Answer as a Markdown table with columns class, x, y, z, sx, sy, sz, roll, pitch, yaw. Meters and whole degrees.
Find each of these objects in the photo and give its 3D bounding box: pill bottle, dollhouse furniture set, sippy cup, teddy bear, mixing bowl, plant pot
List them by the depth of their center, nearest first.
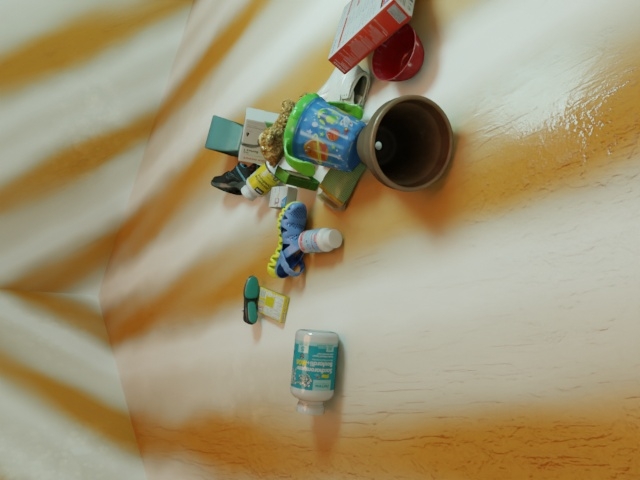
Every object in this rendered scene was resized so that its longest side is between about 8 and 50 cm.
| class | x | y | z | sx | sy | sz | roll | pitch | yaw |
| --- | --- | --- | --- | --- | --- | --- | --- | --- | --- |
| plant pot | 0.219 | -0.279 | 1.386 | 0.229 | 0.263 | 0.262 | -156 | 79 | -69 |
| mixing bowl | 0.261 | -0.579 | 1.491 | 0.182 | 0.098 | 0.181 | -16 | 69 | 49 |
| pill bottle | -0.021 | 0.431 | 1.554 | 0.146 | 0.146 | 0.263 | -5 | 78 | 50 |
| sippy cup | 0.033 | -0.340 | 1.558 | 0.224 | 0.240 | 0.305 | 25 | 92 | 18 |
| pill bottle | 0.000 | 0.000 | 1.679 | 0.160 | 0.087 | 0.087 | -8 | 75 | 50 |
| dollhouse furniture set | -0.007 | -0.256 | 1.699 | 0.301 | 0.152 | 0.197 | 42 | 114 | 47 |
| teddy bear | -0.135 | -0.434 | 1.804 | 0.337 | 0.113 | 0.245 | -58 | -2 | -15 |
| pill bottle | -0.249 | -0.251 | 2.004 | 0.184 | 0.103 | 0.103 | -38 | 52 | 21 |
| plant pot | -0.405 | -0.484 | 2.242 | 0.234 | 0.166 | 0.165 | 23 | 99 | 44 |

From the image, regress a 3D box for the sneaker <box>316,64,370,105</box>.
| class | x | y | z | sx | sy | sz | roll | pitch | yaw |
| --- | --- | --- | --- | --- | --- | --- | --- | --- | --- |
| sneaker | 0.065 | -0.502 | 1.707 | 0.292 | 0.108 | 0.169 | -58 | 40 | 22 |

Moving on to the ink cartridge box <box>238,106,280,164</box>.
| class | x | y | z | sx | sy | sz | roll | pitch | yaw |
| --- | --- | --- | --- | --- | --- | --- | --- | --- | --- |
| ink cartridge box | -0.250 | -0.430 | 1.976 | 0.219 | 0.161 | 0.092 | 111 | 161 | -44 |

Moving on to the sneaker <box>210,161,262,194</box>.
| class | x | y | z | sx | sy | sz | roll | pitch | yaw |
| --- | --- | --- | --- | --- | --- | --- | --- | --- | --- |
| sneaker | -0.385 | -0.290 | 2.212 | 0.341 | 0.125 | 0.139 | 8 | 84 | 41 |

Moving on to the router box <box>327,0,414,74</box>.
| class | x | y | z | sx | sy | sz | roll | pitch | yaw |
| --- | --- | --- | --- | --- | --- | --- | --- | --- | --- |
| router box | 0.179 | -0.758 | 1.557 | 0.301 | 0.082 | 0.335 | -26 | 39 | 45 |

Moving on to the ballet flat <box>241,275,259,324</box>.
| class | x | y | z | sx | sy | sz | roll | pitch | yaw |
| --- | --- | --- | --- | --- | --- | --- | --- | --- | --- |
| ballet flat | -0.297 | 0.249 | 1.959 | 0.074 | 0.074 | 0.202 | -17 | 70 | 48 |

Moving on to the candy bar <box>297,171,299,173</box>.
| class | x | y | z | sx | sy | sz | roll | pitch | yaw |
| --- | --- | --- | --- | --- | --- | --- | --- | --- | --- |
| candy bar | -0.084 | -0.291 | 1.910 | 0.040 | 0.018 | 0.161 | -21 | 66 | 47 |

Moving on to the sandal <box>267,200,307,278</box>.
| class | x | y | z | sx | sy | sz | roll | pitch | yaw |
| --- | --- | --- | --- | --- | --- | --- | --- | --- | --- |
| sandal | -0.100 | 0.010 | 1.785 | 0.138 | 0.126 | 0.316 | 24 | 108 | 47 |

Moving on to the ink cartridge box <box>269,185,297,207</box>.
| class | x | y | z | sx | sy | sz | roll | pitch | yaw |
| --- | --- | --- | --- | --- | --- | --- | --- | --- | --- |
| ink cartridge box | -0.156 | -0.175 | 1.943 | 0.123 | 0.052 | 0.088 | 5 | 85 | 53 |

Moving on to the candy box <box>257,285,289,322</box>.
| class | x | y | z | sx | sy | sz | roll | pitch | yaw |
| --- | --- | --- | --- | --- | --- | --- | --- | --- | --- |
| candy box | -0.201 | 0.257 | 1.911 | 0.206 | 0.027 | 0.105 | 13 | 94 | 52 |
